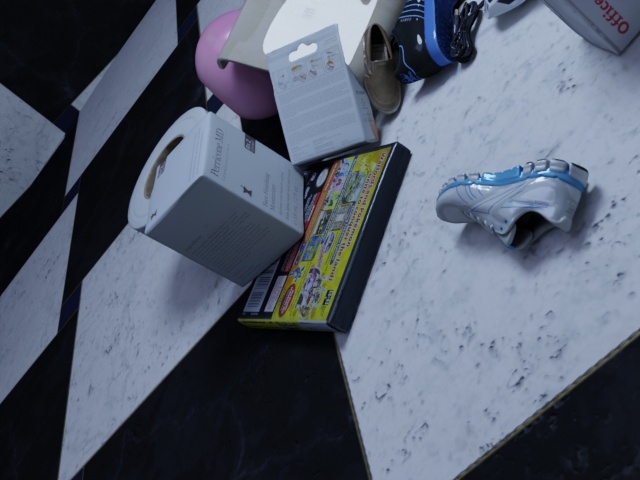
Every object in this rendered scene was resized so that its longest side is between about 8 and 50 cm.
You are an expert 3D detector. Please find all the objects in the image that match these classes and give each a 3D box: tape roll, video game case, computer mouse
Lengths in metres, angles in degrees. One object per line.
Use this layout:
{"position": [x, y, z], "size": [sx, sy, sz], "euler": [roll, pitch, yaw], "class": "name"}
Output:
{"position": [-0.208, -0.092, 1.433], "size": [0.246, 0.169, 0.246], "euler": [-39, 35, 34], "class": "tape roll"}
{"position": [0.000, 0.000, 1.160], "size": [0.248, 0.035, 0.275], "euler": [-7, 57, 56], "class": "video game case"}
{"position": [0.248, -0.324, 1.067], "size": [0.193, 0.042, 0.106], "euler": [-37, 31, 44], "class": "computer mouse"}

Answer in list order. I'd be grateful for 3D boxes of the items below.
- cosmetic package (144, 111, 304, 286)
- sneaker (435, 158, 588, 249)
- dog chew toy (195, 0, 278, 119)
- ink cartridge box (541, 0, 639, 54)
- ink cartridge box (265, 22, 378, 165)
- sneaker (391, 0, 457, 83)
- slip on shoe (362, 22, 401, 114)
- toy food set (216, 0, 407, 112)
{"position": [-0.140, -0.059, 1.207], "size": [0.151, 0.184, 0.151], "euler": [-40, 34, 31], "class": "cosmetic package"}
{"position": [0.190, -0.029, 0.855], "size": [0.191, 0.071, 0.083], "euler": [-11, 60, 54], "class": "sneaker"}
{"position": [-0.074, -0.384, 1.477], "size": [0.332, 0.206, 0.206], "euler": [-47, 30, 5], "class": "dog chew toy"}
{"position": [0.318, -0.331, 0.836], "size": [0.218, 0.158, 0.092], "euler": [-50, 31, 18], "class": "ink cartridge box"}
{"position": [0.000, -0.216, 1.214], "size": [0.145, 0.045, 0.179], "euler": [-14, 87, 37], "class": "ink cartridge box"}
{"position": [0.148, -0.332, 1.185], "size": [0.090, 0.081, 0.232], "euler": [-24, 45, 37], "class": "sneaker"}
{"position": [0.090, -0.255, 1.188], "size": [0.041, 0.051, 0.135], "euler": [96, 168, -81], "class": "slip on shoe"}
{"position": [-0.004, -0.343, 1.311], "size": [0.306, 0.092, 0.219], "euler": [20, 80, 27], "class": "toy food set"}
